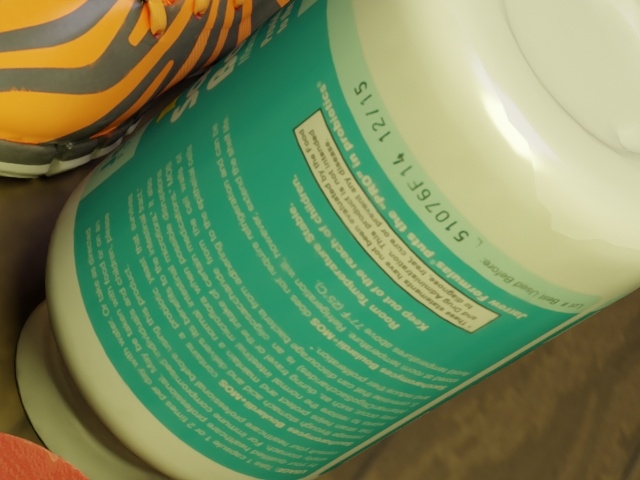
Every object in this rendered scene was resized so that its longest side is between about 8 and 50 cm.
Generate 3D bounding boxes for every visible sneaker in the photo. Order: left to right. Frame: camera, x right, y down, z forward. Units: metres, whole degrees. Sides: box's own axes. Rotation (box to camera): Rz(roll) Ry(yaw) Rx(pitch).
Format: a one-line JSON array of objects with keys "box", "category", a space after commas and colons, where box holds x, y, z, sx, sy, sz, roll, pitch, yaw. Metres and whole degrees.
[{"box": [-0.050, -0.140, 0.736, 0.124, 0.180, 0.321, 55, 37, 1], "category": "sneaker"}]

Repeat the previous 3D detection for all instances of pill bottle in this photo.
[{"box": [0.000, 0.000, 0.613, 0.146, 0.264, 0.146, 29, 43, -31], "category": "pill bottle"}]

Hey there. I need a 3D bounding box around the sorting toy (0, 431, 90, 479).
[{"box": [-0.165, 0.015, 0.587, 0.365, 0.127, 0.126, 57, 8, 7], "category": "sorting toy"}]
